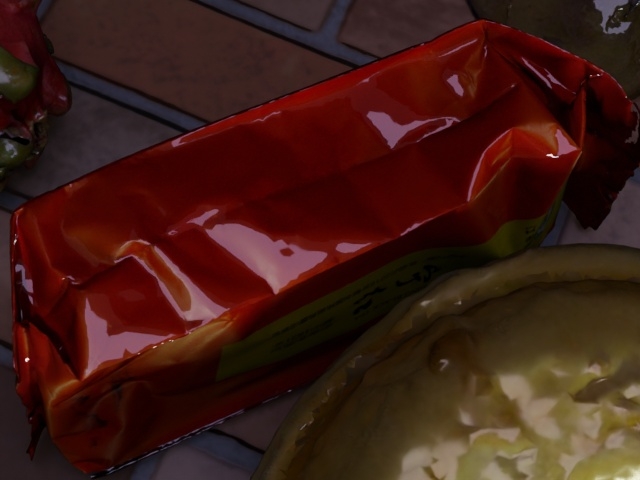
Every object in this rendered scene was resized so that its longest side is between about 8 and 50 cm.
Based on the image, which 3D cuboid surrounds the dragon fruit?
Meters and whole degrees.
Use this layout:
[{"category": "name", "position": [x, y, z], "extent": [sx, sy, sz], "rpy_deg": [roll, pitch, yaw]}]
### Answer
[{"category": "dragon fruit", "position": [-0.246, -0.120, 0.899], "extent": [0.172, 0.160, 0.166], "rpy_deg": [31, 27, -2]}]

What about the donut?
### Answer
[{"category": "donut", "position": [0.167, 0.219, 0.800], "extent": [0.449, 0.198, 0.449], "rpy_deg": [2, 77, -7]}]

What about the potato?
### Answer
[{"category": "potato", "position": [0.189, -0.161, 0.999], "extent": [0.172, 0.089, 0.100], "rpy_deg": [11, 73, -5]}]

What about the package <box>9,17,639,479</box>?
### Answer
[{"category": "package", "position": [-0.001, 0.001, 0.864], "extent": [0.423, 0.196, 0.123], "rpy_deg": [-23, 70, -14]}]
